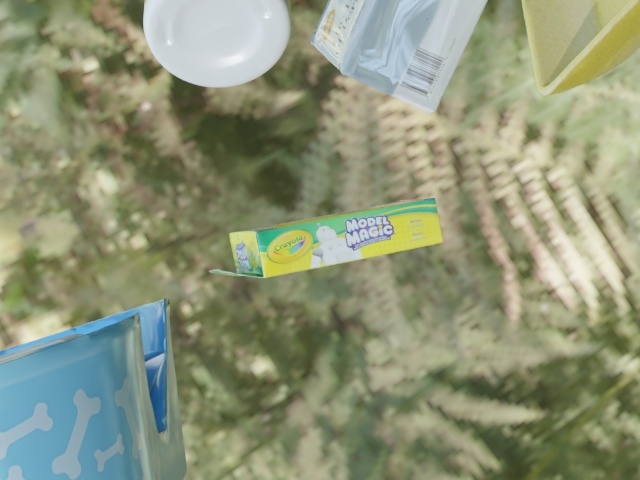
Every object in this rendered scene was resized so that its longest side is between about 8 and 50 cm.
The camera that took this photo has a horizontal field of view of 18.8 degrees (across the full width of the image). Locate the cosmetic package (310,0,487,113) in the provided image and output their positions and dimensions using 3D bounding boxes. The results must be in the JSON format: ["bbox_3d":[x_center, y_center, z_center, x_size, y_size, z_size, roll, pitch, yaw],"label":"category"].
[{"bbox_3d":[0.074,-0.193,1.009,0.239,0.060,0.099,-65,13,9],"label":"cosmetic package"}]

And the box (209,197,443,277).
[{"bbox_3d":[0.000,0.000,1.604,0.105,0.179,0.043,178,79,-75],"label":"box"}]

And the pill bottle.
[{"bbox_3d":[-0.080,-0.215,1.505,0.186,0.112,0.112,-93,10,-49],"label":"pill bottle"}]

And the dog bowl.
[{"bbox_3d":[-0.128,0.082,0.698,0.297,0.166,0.074,-120,12,-89],"label":"dog bowl"}]

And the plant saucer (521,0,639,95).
[{"bbox_3d":[0.320,-0.338,1.867,0.333,0.081,0.332,-47,32,38],"label":"plant saucer"}]
